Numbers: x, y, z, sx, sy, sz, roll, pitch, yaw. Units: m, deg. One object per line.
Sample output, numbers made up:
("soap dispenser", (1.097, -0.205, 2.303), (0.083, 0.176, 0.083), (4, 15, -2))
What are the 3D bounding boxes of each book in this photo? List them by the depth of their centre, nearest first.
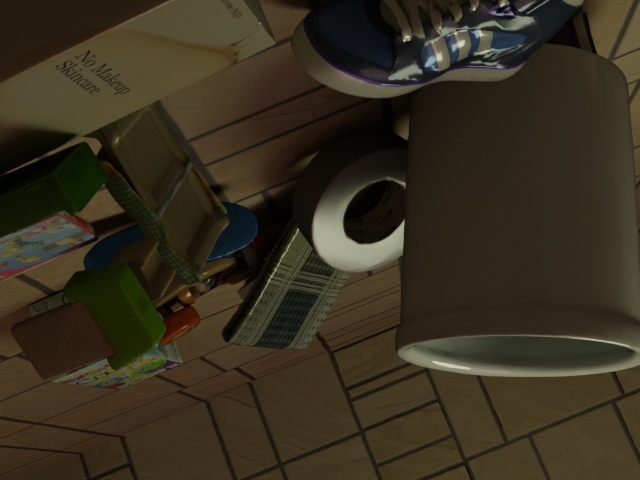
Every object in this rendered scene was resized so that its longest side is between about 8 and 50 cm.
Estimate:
("book", (-0.085, 0.051, 1.940), (0.144, 0.035, 0.096), (-35, -175, 26))

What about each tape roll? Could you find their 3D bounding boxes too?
("tape roll", (0.069, -0.060, 1.568), (0.219, 0.072, 0.219), (-16, 129, -21))

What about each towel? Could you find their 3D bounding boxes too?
("towel", (-0.025, 0.046, 1.805), (0.324, 0.056, 0.312), (-59, 155, 6))

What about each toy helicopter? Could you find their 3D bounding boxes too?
("toy helicopter", (-0.172, 0.045, 1.784), (0.235, 0.140, 0.355), (-36, 173, 17))

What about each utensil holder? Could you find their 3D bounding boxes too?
("utensil holder", (0.267, -0.028, 1.400), (0.327, 0.385, 0.327), (2, 164, 1))

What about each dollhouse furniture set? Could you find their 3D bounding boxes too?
("dollhouse furniture set", (-0.230, -0.014, 1.050), (0.151, 0.197, 0.301), (-21, -159, 18))

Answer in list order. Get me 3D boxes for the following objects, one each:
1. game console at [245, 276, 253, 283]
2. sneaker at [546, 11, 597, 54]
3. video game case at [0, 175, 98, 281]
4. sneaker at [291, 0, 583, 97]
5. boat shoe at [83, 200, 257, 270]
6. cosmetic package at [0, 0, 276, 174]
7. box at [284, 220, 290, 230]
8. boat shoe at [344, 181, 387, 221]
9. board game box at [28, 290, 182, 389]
("game console", (0.032, 0.043, 2.168), (0.361, 0.044, 0.213), (-9, 162, -40))
("sneaker", (0.349, -0.245, 1.517), (0.124, 0.107, 0.283), (-16, 161, 17))
("video game case", (-0.436, -0.001, 1.356), (0.204, 0.025, 0.285), (-23, 166, 4))
("sneaker", (0.146, -0.272, 1.072), (0.322, 0.130, 0.236), (-7, 150, -31))
("boat shoe", (-0.225, -0.004, 1.529), (0.258, 0.109, 0.089), (-10, 175, -14))
("cosmetic package", (-0.212, -0.175, 0.882), (0.309, 0.113, 0.160), (-23, 166, 9))
("box", (-0.067, 0.029, 1.822), (0.081, 0.028, 0.136), (-77, -176, -64))
("boat shoe", (0.103, -0.081, 1.675), (0.223, 0.073, 0.080), (-35, 160, -8))
("board game box", (-0.374, 0.169, 1.824), (0.142, 0.144, 0.275), (-23, 165, 7))
